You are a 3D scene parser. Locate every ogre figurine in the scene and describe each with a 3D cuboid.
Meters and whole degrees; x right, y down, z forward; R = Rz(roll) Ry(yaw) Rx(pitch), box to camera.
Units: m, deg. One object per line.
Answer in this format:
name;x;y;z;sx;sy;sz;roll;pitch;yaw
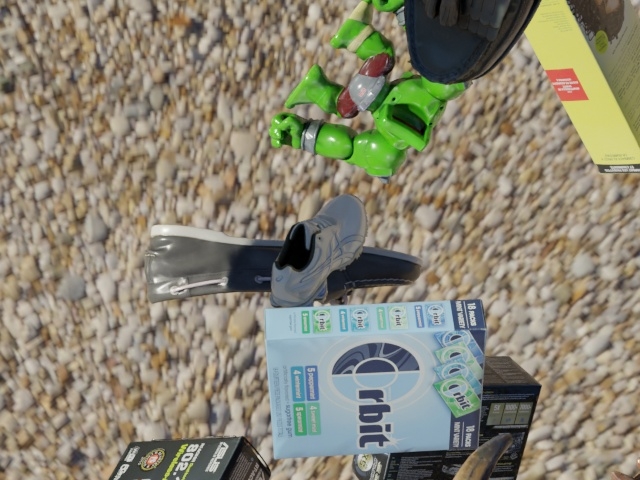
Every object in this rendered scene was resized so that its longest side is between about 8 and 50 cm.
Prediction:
ogre figurine;0.049;-0.127;1.203;0.118;0.097;0.197;38;103;-4

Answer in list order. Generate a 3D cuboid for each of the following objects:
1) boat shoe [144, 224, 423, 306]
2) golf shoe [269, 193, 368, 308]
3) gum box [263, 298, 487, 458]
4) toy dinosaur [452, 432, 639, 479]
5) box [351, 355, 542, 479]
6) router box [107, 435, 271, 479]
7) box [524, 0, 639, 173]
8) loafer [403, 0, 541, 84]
boat shoe;-0.047;0.046;1.713;0.335;0.112;0.095;6;84;1
golf shoe;0.000;0.000;1.569;0.069;0.086;0.176;14;53;22
gum box;0.047;0.122;1.228;0.185;0.157;0.041;-3;42;-1
toy dinosaur;0.158;0.157;0.508;0.127;0.296;0.200;-28;69;23
box;0.141;0.212;1.605;0.180;0.077;0.147;1;112;-26
router box;-0.094;0.170;0.814;0.038;0.092;0.122;57;42;-31
box;0.230;-0.166;1.202;0.232;0.058;0.087;54;53;-33
loafer;0.092;-0.203;0.810;0.096;0.267;0.084;30;36;18
